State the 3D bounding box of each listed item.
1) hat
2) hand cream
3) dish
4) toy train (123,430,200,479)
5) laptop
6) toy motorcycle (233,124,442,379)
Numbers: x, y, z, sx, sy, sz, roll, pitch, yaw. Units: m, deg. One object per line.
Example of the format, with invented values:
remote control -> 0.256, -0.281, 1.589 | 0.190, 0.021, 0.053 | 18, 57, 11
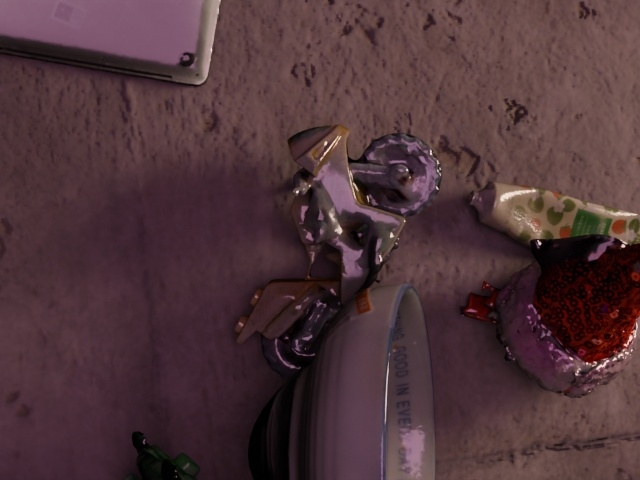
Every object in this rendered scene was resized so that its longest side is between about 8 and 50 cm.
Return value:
hat -> 0.230, 0.036, 1.583 | 0.140, 0.227, 0.129 | 40, 57, -2
hand cream -> 0.204, -0.015, 1.673 | 0.165, 0.037, 0.057 | 16, 85, -15
dish -> 0.010, 0.171, 1.532 | 0.134, 0.273, 0.273 | -1, 88, 12
toy train -> -0.102, 0.266, 1.496 | 0.145, 0.266, 0.202 | -45, 106, -8
laptop -> -0.210, -0.240, 1.607 | 0.269, 0.015, 0.187 | 9, 93, -9
toy motorcycle -> 0.000, 0.000, 1.611 | 0.130, 0.094, 0.229 | 30, 96, -3
